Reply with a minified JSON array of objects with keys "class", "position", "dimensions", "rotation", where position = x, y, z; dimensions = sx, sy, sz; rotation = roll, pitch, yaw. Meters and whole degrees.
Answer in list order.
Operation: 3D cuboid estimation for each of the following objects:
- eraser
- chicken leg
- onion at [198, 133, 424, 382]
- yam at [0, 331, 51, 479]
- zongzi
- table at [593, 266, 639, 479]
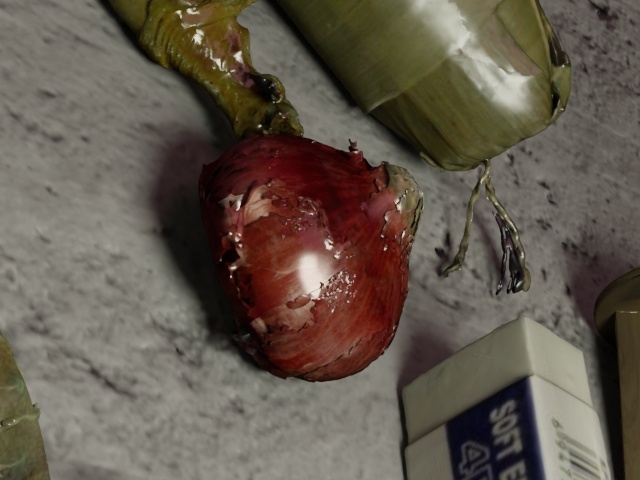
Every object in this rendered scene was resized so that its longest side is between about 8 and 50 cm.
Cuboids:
[{"class":"eraser","position":[0.133,0.199,1.289],"dimensions":[0.081,0.124,0.279],"rotation":[29,40,-35]},{"class":"chicken leg","position":[-0.081,-0.155,1.384],"dimensions":[0.228,0.088,0.103],"rotation":[50,16,-4]},{"class":"onion","position":[0.000,0.000,1.287],"dimensions":[0.184,0.147,0.184],"rotation":[49,19,-23]},{"class":"yam","position":[-0.254,0.094,0.836],"dimensions":[0.271,0.201,0.202],"rotation":[0,60,-60]},{"class":"zongzi","position":[0.112,-0.217,1.617],"dimensions":[0.447,0.181,0.418],"rotation":[51,31,-9]},{"class":"table","position":[0.309,0.150,1.555],"dimensions":[0.167,0.167,0.227],"rotation":[29,48,-34]}]
